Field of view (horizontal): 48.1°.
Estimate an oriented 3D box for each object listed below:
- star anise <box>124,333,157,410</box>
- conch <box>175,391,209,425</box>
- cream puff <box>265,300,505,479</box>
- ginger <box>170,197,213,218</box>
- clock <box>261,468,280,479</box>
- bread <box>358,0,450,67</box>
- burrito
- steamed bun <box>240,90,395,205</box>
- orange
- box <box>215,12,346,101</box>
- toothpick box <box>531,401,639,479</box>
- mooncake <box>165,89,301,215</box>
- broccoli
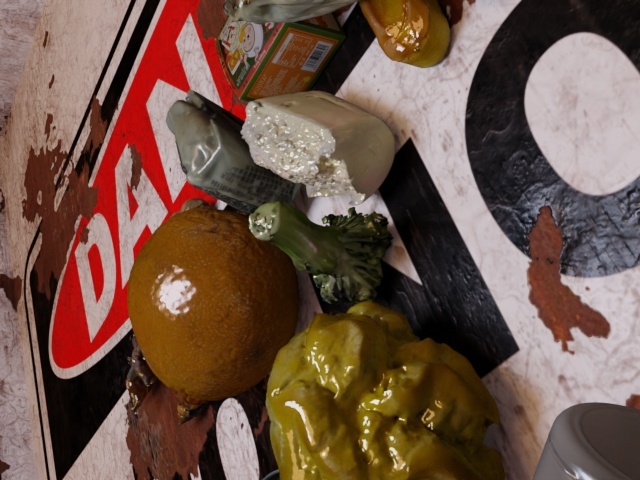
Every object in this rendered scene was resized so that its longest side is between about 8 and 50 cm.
[{"bbox_3d":[-0.451,0.296,1.860,0.288,0.088,0.289,-38,46,55],"label":"star anise"},{"bbox_3d":[-0.277,0.329,1.621,0.086,0.080,0.233,56,130,29],"label":"conch"},{"bbox_3d":[0.104,0.235,0.955,0.257,0.291,0.325,-14,48,32],"label":"cream puff"},{"bbox_3d":[-0.316,-0.027,1.705,0.104,0.080,0.204,53,132,24],"label":"ginger"},{"bbox_3d":[-0.036,0.557,1.252,0.312,0.061,0.313,-16,68,46],"label":"clock"},{"bbox_3d":[0.122,-0.377,1.121,0.102,0.094,0.246,-42,53,39],"label":"bread"},{"bbox_3d":[-0.013,-0.422,1.115,0.331,0.135,0.191,4,68,54],"label":"burrito"},{"bbox_3d":[0.001,-0.143,1.184,0.225,0.199,0.171,36,128,49],"label":"steamed bun"},{"bbox_3d":[-0.203,0.125,1.350,0.322,0.321,0.357,45,133,46],"label":"orange"},{"bbox_3d":[-0.083,-0.385,1.355,0.195,0.148,0.178,-49,51,40],"label":"box"},{"bbox_3d":[0.295,0.354,0.720,0.229,0.228,0.317,34,115,50],"label":"toothpick box"},{"bbox_3d":[-0.165,-0.148,1.347,0.136,0.254,0.250,-52,37,15],"label":"mooncake"},{"bbox_3d":[-0.006,0.003,1.099,0.145,0.304,0.165,19,86,33],"label":"broccoli"}]
